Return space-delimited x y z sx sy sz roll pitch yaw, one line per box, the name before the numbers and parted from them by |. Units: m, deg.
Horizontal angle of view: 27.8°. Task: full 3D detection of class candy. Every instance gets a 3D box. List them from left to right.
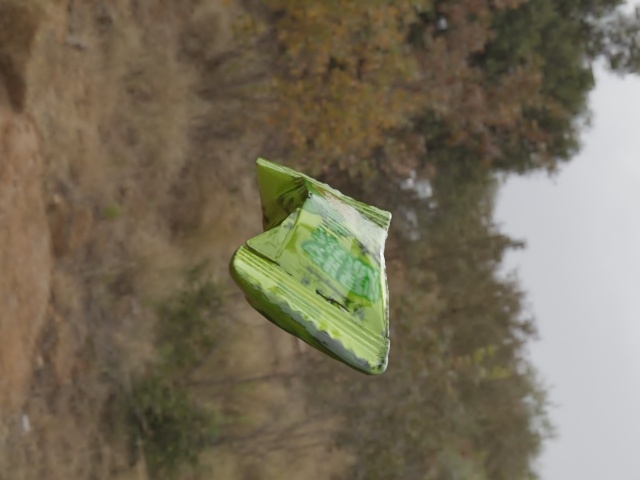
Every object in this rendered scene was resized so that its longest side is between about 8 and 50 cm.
candy | 0.000 0.000 1.072 0.149 0.069 0.246 32 21 -14
